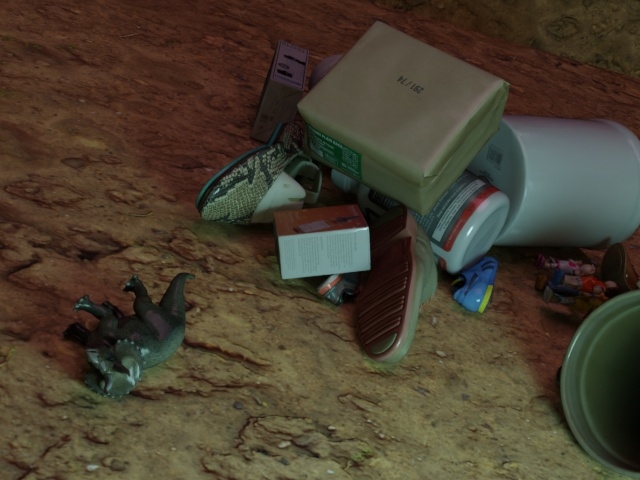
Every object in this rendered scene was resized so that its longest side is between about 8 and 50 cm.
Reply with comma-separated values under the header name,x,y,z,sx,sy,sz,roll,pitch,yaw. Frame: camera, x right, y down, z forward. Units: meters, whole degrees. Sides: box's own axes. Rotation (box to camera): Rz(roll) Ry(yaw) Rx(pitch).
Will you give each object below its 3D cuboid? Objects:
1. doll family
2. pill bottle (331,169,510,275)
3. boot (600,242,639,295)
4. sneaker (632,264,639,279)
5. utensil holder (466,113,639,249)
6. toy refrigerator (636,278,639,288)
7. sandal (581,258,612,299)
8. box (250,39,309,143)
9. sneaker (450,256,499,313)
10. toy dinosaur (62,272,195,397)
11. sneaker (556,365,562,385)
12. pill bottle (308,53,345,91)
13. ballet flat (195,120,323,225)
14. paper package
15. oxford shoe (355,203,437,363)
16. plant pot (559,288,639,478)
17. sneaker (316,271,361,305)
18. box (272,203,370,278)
name,x,y,z,sx,sy,sz,roll,pitch,yaw
doll family,0.566,0.116,2.057,0.163,0.118,0.263,13,11,-3
pill bottle,0.213,-0.101,2.049,0.363,0.210,0.210,36,32,22
boot,0.722,0.111,2.138,0.152,0.073,0.197,22,54,-29
sneaker,0.767,0.080,2.301,0.083,0.037,0.032,37,31,23
utensil holder,0.528,-0.136,2.222,0.385,0.327,0.327,-1,36,-30
toy refrigerator,0.825,0.166,2.059,0.269,0.094,0.102,52,35,6
sandal,0.672,0.095,2.197,0.072,0.049,0.180,10,32,-18
box,-0.099,-0.372,2.336,0.087,0.169,0.290,17,28,-8
sneaker,0.325,0.079,1.970,0.082,0.069,0.209,22,29,7
toy dinosaur,-0.285,0.145,1.430,0.160,0.121,0.313,43,29,12
sneaker,0.555,0.234,1.831,0.101,0.106,0.267,40,35,27
pill bottle,0.081,-0.318,2.330,0.204,0.204,0.361,12,30,-18
ballet flat,-0.089,-0.128,1.962,0.182,0.164,0.483,34,26,2
paper package,0.166,-0.254,1.928,0.325,0.168,0.309,31,64,22
oxford shoe,0.168,0.095,1.772,0.146,0.140,0.397,43,36,-24
plant pot,0.641,0.267,1.668,0.280,0.323,0.323,17,25,-43
sneaker,0.050,0.085,1.803,0.065,0.061,0.158,50,37,4
box,0.000,0.000,1.784,0.170,0.091,0.130,-6,23,-7
